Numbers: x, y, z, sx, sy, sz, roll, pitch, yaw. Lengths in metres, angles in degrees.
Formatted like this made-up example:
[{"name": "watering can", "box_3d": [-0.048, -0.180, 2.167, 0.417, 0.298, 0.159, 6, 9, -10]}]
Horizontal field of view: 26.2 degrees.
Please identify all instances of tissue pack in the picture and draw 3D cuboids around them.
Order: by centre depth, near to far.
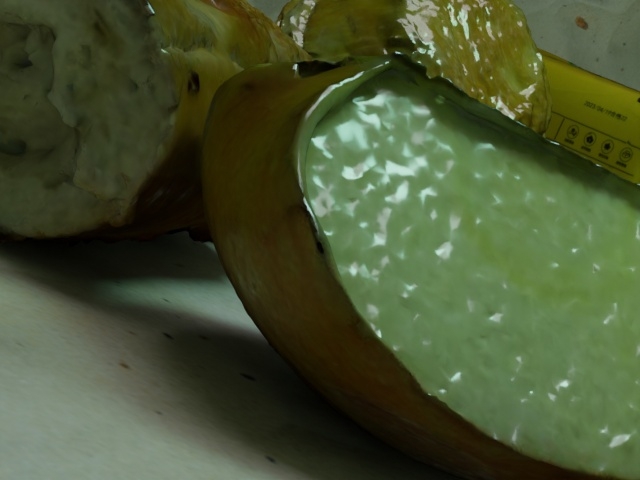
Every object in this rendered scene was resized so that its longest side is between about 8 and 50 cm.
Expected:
[{"name": "tissue pack", "box_3d": [0.365, -0.095, 1.966, 0.228, 0.293, 0.382, 10, 15, -43]}]

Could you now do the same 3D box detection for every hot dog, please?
[{"name": "hot dog", "box_3d": [-0.178, -0.124, 0.876, 0.367, 0.196, 0.365, 32, 12, 17]}]

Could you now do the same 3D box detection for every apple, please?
[{"name": "apple", "box_3d": [0.095, 0.032, 0.692, 0.346, 0.179, 0.254, 24, 20, -20]}]

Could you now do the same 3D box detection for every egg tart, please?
[{"name": "egg tart", "box_3d": [0.113, -0.120, 1.288, 0.352, 0.153, 0.339, -3, 68, -44]}]
